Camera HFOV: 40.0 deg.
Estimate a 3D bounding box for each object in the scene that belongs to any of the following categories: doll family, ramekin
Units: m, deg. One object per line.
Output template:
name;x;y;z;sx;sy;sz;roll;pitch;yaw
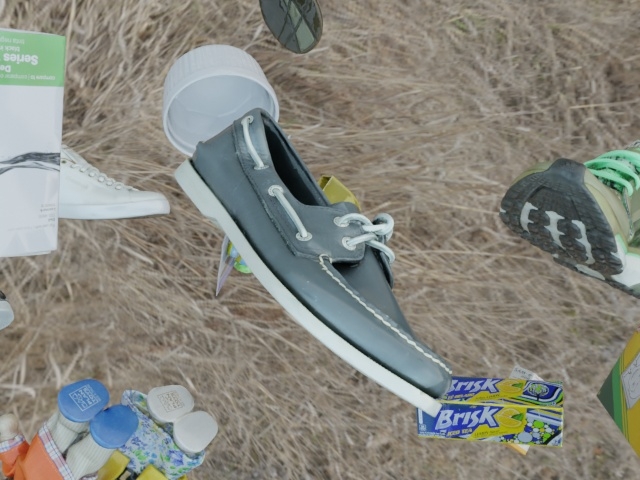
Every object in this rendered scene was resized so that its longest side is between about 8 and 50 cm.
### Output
doll family;-0.101;0.202;0.577;0.263;0.118;0.163;48;122;9
ramekin;-0.184;-0.252;1.573;0.207;0.109;0.207;-9;141;-8

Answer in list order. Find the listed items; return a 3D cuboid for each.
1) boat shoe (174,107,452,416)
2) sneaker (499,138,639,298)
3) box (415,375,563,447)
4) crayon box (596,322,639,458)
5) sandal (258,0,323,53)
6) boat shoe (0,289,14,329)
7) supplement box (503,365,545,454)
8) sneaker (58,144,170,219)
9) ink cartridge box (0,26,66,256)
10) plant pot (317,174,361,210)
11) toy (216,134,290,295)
boat shoe;0.000;0.000;0.659;0.099;0.319;0.116;-47;139;2
sneaker;0.340;-0.056;1.056;0.410;0.158;0.182;25;90;-61
box;0.199;0.199;1.036;0.169;0.054;0.059;1;117;14
crayon box;0.618;0.181;1.423;0.106;0.313;0.363;26;102;-2
sandal;-0.064;-0.377;1.283;0.219;0.090;0.060;53;34;-1
boat shoe;-0.518;0.090;1.163;0.078;0.070;0.219;-46;154;26
supplement box;0.264;0.224;1.162;0.062;0.036;0.098;38;77;-37
sneaker;-0.386;-0.094;1.431;0.290;0.106;0.123;4;91;8
ink cartridge box;-0.341;-0.104;0.879;0.092;0.160;0.219;-9;109;-51
plant pot;0.023;-0.060;1.564;0.083;0.081;0.081;35;86;-14
toy;-0.070;-0.014;1.076;0.056;0.237;0.137;31;66;-1
